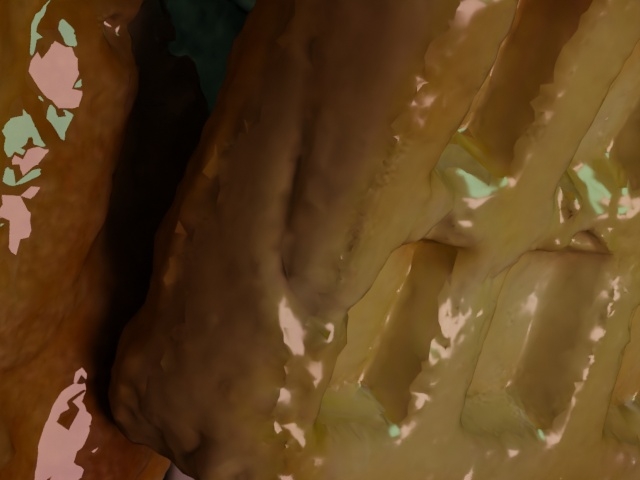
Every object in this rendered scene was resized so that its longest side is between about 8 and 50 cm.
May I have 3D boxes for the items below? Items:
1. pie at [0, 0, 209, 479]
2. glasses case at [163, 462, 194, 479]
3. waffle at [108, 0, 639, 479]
[{"bbox_3d":[-0.149,0.021,0.404,0.339,0.083,0.339,-24,122,-46],"label":"pie"},{"bbox_3d":[0.000,0.000,0.575,0.074,0.049,0.193,88,24,-72],"label":"glasses case"},{"bbox_3d":[0.082,-0.001,0.517,0.274,0.057,0.168,6,114,-41],"label":"waffle"}]
